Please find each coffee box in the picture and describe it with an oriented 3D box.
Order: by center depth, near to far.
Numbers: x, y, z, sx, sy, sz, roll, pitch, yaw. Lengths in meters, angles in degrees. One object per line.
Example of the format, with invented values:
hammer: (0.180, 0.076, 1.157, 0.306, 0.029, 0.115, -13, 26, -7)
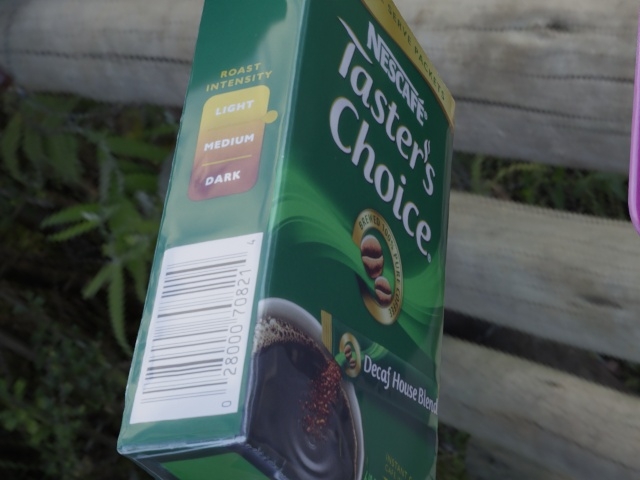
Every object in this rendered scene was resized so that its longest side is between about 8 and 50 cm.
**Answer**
coffee box: (0.000, 0.000, 0.392, 0.040, 0.113, 0.184, -11, 52, 25)

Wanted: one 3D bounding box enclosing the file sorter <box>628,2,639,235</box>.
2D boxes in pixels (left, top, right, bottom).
file sorter: (0.318, -0.072, 0.683, 0.291, 0.182, 0.202, -168, 78, -66)
